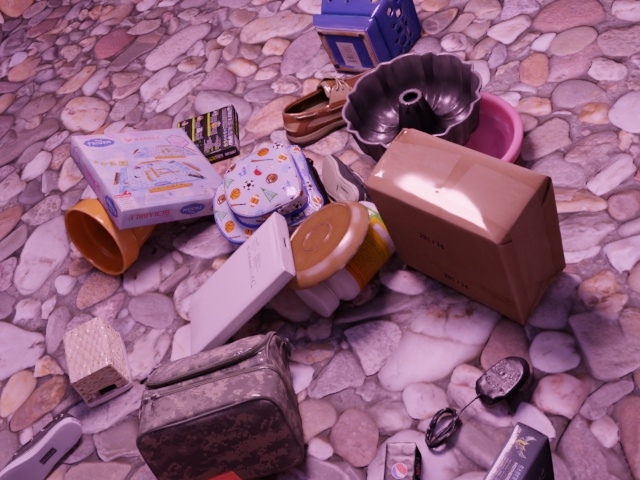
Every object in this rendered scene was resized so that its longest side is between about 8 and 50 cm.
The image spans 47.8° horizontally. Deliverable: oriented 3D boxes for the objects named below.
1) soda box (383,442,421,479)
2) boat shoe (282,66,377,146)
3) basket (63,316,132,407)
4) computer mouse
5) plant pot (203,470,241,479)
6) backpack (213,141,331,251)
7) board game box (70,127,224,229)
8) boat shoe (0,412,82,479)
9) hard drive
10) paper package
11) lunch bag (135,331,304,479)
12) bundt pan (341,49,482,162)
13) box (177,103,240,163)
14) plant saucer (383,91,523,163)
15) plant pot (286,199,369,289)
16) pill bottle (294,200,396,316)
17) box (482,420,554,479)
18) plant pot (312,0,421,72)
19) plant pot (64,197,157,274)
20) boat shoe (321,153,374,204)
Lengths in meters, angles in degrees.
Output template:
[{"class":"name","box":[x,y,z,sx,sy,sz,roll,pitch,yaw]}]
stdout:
[{"class":"soda box","box":[0.141,0.442,1.260,0.060,0.053,0.169,-5,51,18]},{"class":"boat shoe","box":[0.040,-0.380,1.956,0.324,0.120,0.123,-33,47,-6]},{"class":"basket","box":[-0.511,0.272,1.644,0.113,0.103,0.167,-27,46,-3]},{"class":"computer mouse","box":[0.291,0.303,1.334,0.242,0.041,0.071,-38,39,-2]},{"class":"plant pot","box":[-0.163,0.546,1.175,0.235,0.268,0.267,-38,47,-26]},{"class":"backpack","box":[-0.123,-0.084,1.726,0.263,0.213,0.277,-30,49,11]},{"class":"board game box","box":[-0.434,-0.170,1.867,0.318,0.066,0.318,-11,47,-37]},{"class":"boat shoe","box":[-0.616,0.461,1.551,0.228,0.080,0.076,-47,33,-15]},{"class":"hard drive","box":[-0.178,0.101,1.581,0.307,0.040,0.203,-44,33,23]},{"class":"paper package","box":[0.289,-0.030,1.423,0.324,0.309,0.168,27,70,38]},{"class":"lunch bag","box":[-0.197,0.318,1.414,0.304,0.213,0.256,-19,30,6]},{"class":"bundt pan","box":[0.223,-0.293,1.690,0.330,0.124,0.331,-12,49,14]},{"class":"box","box":[-0.327,-0.297,2.092,0.184,0.045,0.191,-19,48,10]},{"class":"plant saucer","box":[0.319,-0.221,1.730,0.331,0.084,0.332,-12,47,13]},{"class":"plant pot","box":[0.000,0.000,1.520,0.236,0.032,0.236,-32,32,23]},{"class":"pill bottle","box":[0.057,0.043,1.577,0.136,0.136,0.246,26,65,37]},{"class":"box","box":[0.285,0.424,1.127,0.059,0.183,0.233,22,62,35]},{"class":"plant pot","box":[0.124,-0.609,2.049,0.235,0.236,0.212,14,65,31]},{"class":"plant pot","box":[-0.519,-0.047,1.870,0.205,0.205,0.188,14,43,31]},{"class":"boat shoe","box":[0.065,-0.142,1.790,0.079,0.084,0.233,2,31,-27]}]
